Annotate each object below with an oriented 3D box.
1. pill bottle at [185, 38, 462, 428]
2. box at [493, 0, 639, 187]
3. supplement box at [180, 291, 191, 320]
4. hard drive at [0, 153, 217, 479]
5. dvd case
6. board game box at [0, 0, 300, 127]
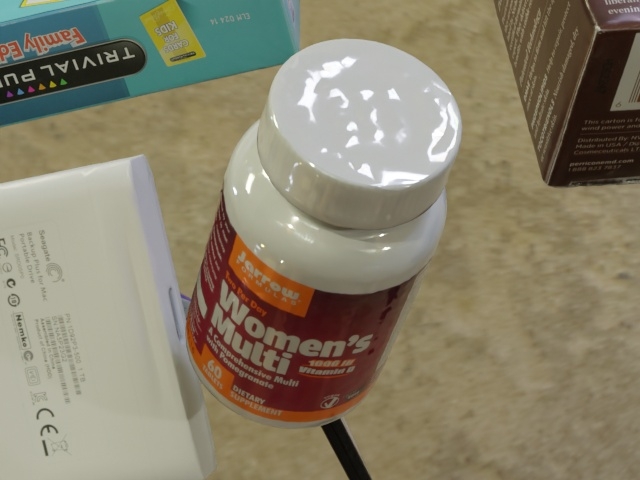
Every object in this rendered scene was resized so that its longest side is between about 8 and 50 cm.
[{"bbox_3d":[0.000,0.000,0.979,0.121,0.121,0.221,40,144,15],"label":"pill bottle"},{"bbox_3d":[0.228,-0.168,1.243,0.169,0.167,0.203,-4,55,-9],"label":"box"},{"bbox_3d":[-0.251,0.046,1.752,0.220,0.114,0.111,30,89,30],"label":"supplement box"},{"bbox_3d":[-0.234,0.074,1.133,0.308,0.040,0.203,-10,96,16],"label":"hard drive"},{"bbox_3d":[-0.012,0.124,1.757,0.022,0.180,0.253,-27,37,0],"label":"dvd case"},{"bbox_3d":[-0.184,-0.182,1.241,0.336,0.253,0.079,-11,126,8],"label":"board game box"}]
